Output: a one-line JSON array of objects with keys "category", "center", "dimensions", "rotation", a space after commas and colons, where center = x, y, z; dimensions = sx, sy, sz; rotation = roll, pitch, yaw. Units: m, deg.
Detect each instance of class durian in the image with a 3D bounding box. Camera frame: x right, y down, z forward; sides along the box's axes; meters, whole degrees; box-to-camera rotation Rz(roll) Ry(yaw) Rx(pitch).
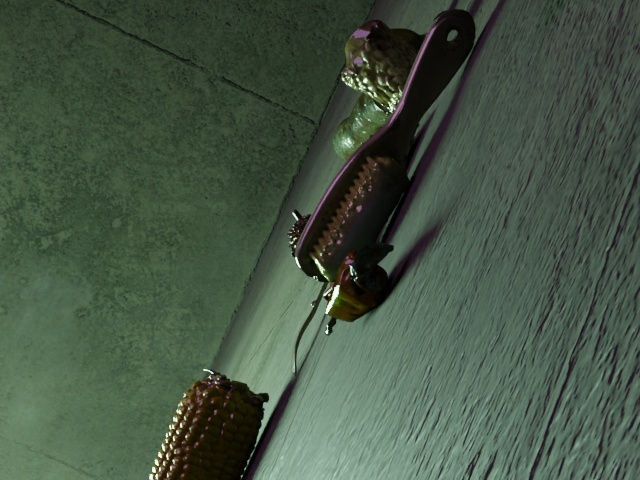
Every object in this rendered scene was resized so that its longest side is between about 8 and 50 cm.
[{"category": "durian", "center": [0.000, 0.000, 1.986], "dimensions": [0.080, 0.091, 0.080], "rotation": [-37, -1, -1]}]

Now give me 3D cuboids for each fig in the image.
[{"category": "fig", "center": [0.106, -0.242, 2.280], "dimensions": [0.098, 0.082, 0.084], "rotation": [-26, -19, -8]}]

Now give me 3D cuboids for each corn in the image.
[{"category": "corn", "center": [-0.159, 0.301, 2.061], "dimensions": [0.106, 0.106, 0.305], "rotation": [150, 145, -83]}]

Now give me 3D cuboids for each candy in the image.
[{"category": "candy", "center": [0.078, -0.198, 2.034], "dimensions": [0.085, 0.110, 0.095], "rotation": [-56, 6, 32]}, {"category": "candy", "center": [0.034, 0.043, 1.593], "dimensions": [0.182, 0.046, 0.053], "rotation": [112, 178, -69]}]

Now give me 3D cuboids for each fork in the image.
[{"category": "fork", "center": [0.007, 0.057, 2.040], "dimensions": [0.034, 0.028, 0.219], "rotation": [-39, 29, 63]}]

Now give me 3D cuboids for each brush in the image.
[{"category": "brush", "center": [0.079, -0.089, 1.785], "dimensions": [0.313, 0.072, 0.067], "rotation": [-60, 34, 4]}]

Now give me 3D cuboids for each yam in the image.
[{"category": "yam", "center": [0.065, -0.160, 2.309], "dimensions": [0.061, 0.061, 0.253], "rotation": [-66, 5, -15]}]

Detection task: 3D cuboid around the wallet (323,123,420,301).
[{"category": "wallet", "center": [0.056, -0.029, 1.909], "dimensions": [0.196, 0.020, 0.103], "rotation": [-66, 5, -21]}]
